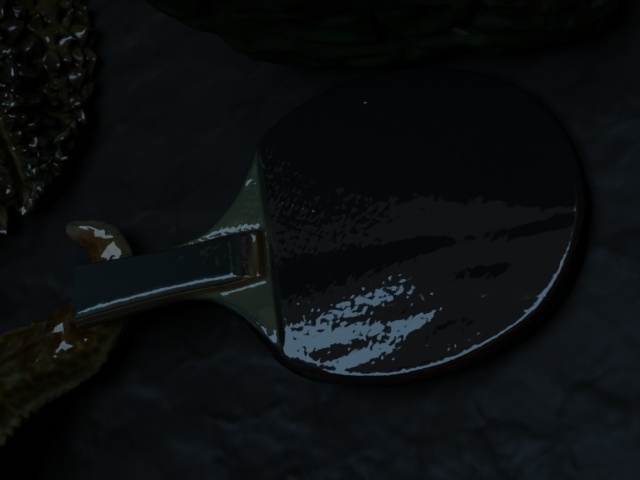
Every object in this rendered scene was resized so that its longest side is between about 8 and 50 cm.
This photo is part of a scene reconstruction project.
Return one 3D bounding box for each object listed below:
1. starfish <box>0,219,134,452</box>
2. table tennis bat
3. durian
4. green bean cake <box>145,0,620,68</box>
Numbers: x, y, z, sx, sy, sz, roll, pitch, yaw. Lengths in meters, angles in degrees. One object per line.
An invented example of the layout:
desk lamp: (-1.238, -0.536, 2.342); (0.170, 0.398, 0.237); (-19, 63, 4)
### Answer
starfish: (-0.184, 0.154, 0.767); (0.327, 0.094, 0.375); (31, 82, 34)
table tennis bat: (0.000, 0.000, 0.735); (0.220, 0.019, 0.130); (-13, 69, 16)
durian: (-0.190, -0.086, 0.838); (0.148, 0.091, 0.188); (-47, 58, 10)
green bean cake: (0.012, -0.129, 0.684); (0.185, 0.183, 0.094); (0, 79, 28)
